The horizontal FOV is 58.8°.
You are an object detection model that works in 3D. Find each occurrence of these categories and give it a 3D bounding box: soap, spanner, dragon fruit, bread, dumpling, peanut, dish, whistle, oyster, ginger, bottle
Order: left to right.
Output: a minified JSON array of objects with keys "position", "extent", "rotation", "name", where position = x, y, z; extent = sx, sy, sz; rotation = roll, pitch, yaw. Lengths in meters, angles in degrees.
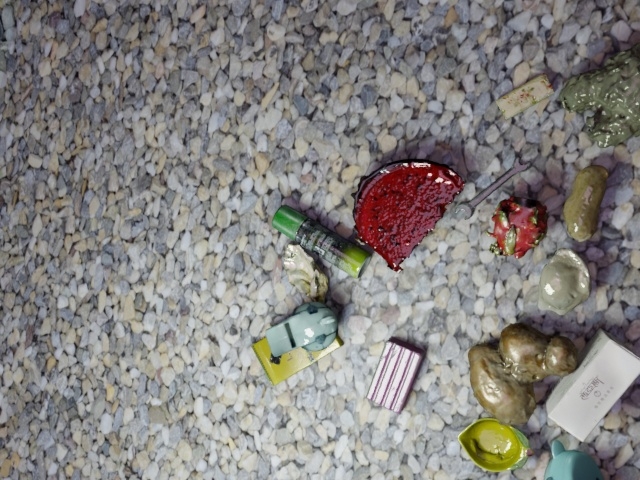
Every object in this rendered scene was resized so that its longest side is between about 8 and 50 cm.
[{"position":[-0.043,0.098,1.825],"extent":[0.209,0.072,0.133],"rotation":[41,119,31],"name":"oyster"},{"position":[-0.039,0.274,1.759],"extent":[0.289,0.163,0.164],"rotation":[-33,78,54],"name":"whistle"},{"position":[0.000,0.000,1.792],"extent":[0.330,0.093,0.093],"rotation":[31,100,15],"name":"bottle"},{"position":[0.228,0.411,1.736],"extent":[0.122,0.065,0.203],"rotation":[22,97,17],"name":"soap"},{"position":[0.241,-0.111,1.707],"extent":[0.282,0.100,0.344],"rotation":[41,100,15],"name":"dragon fruit"},{"position":[0.505,-0.154,1.664],"extent":[0.254,0.015,0.054],"rotation":[-41,77,14],"name":"spanner"},{"position":[0.505,0.582,1.639],"extent":[0.207,0.080,0.149],"rotation":[9,90,19],"name":"dish"},{"position":[0.544,-0.034,1.582],"extent":[0.166,0.160,0.172],"rotation":[7,99,-24],"name":"dragon fruit"},{"position":[0.552,0.347,1.574],"extent":[0.304,0.155,0.245],"rotation":[-52,48,21],"name":"ginger"},{"position":[0.585,-0.412,1.628],"extent":[0.153,0.028,0.068],"rotation":[-28,84,18],"name":"bread"},{"position":[0.672,0.121,1.564],"extent":[0.136,0.118,0.199],"rotation":[24,119,19],"name":"dumpling"},{"position":[0.724,-0.104,1.552],"extent":[0.099,0.099,0.214],"rotation":[19,99,17],"name":"peanut"}]

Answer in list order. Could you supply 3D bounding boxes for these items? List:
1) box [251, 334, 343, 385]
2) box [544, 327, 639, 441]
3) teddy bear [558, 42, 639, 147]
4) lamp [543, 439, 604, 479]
[{"position":[-0.079,0.343,1.849],"extent":[0.279,0.041,0.153],"rotation":[-33,80,15],"name":"box"},{"position":[0.718,0.375,1.505],"extent":[0.111,0.194,0.260],"rotation":[38,103,14],"name":"box"},{"position":[0.871,-0.348,1.469],"extent":[0.357,0.224,0.368],"rotation":[-35,95,14],"name":"teddy bear"},{"position":[0.705,0.690,1.518],"extent":[0.284,0.209,0.147],"rotation":[36,138,1],"name":"lamp"}]
